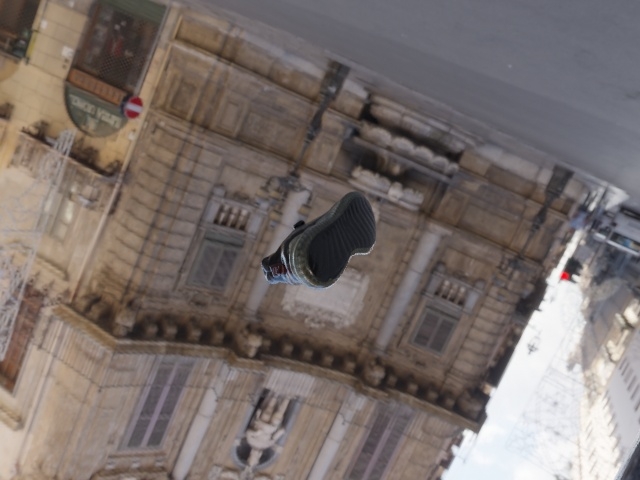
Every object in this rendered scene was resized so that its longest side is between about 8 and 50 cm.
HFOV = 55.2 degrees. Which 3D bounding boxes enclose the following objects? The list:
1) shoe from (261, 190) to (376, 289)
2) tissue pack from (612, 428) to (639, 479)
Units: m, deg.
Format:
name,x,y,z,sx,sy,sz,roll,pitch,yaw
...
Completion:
name,x,y,z,sx,sy,sz,roll,pitch,yaw
shoe,0.000,0.000,0.912,0.112,0.099,0.227,-13,-163,33
tissue pack,0.356,0.113,0.487,0.124,0.394,0.288,27,167,36
